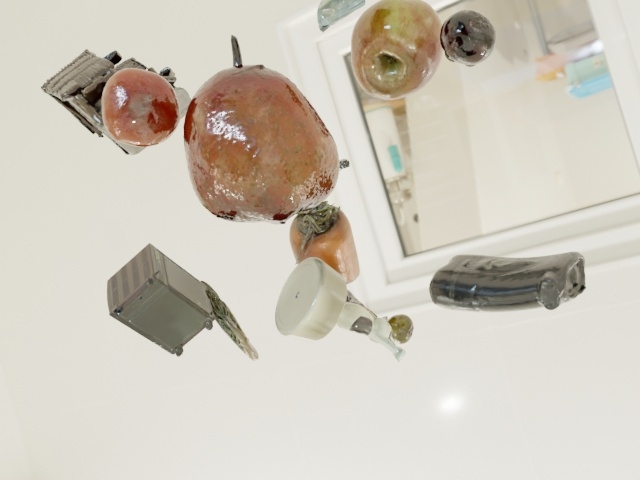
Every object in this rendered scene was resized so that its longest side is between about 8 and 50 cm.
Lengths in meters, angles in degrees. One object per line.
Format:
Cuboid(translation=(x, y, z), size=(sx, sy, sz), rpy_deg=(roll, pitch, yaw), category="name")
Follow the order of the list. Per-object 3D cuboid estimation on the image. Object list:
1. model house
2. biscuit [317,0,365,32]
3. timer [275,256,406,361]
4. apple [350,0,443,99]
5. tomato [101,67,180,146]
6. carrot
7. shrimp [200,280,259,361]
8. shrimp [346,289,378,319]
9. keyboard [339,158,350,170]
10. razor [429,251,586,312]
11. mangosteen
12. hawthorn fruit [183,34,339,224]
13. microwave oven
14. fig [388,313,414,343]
Cuboid(translation=(-0.546, -0.416, 1.698), size=(0.317, 0.282, 0.297), rpy_deg=(-47, 171, -22), category="model house")
Cuboid(translation=(0.094, -0.729, 1.776), size=(0.186, 0.079, 0.309), rpy_deg=(-14, -134, 45), category="biscuit")
Cuboid(translation=(0.057, 0.165, 1.378), size=(0.266, 0.175, 0.175), rpy_deg=(27, 157, -25), category="timer")
Cuboid(translation=(0.237, -0.598, 1.957), size=(0.301, 0.302, 0.301), rpy_deg=(-16, 179, 0), category="apple")
Cuboid(translation=(-0.339, -0.255, 1.220), size=(0.155, 0.156, 0.069), rpy_deg=(-16, -172, -18), category="tomato")
Cuboid(translation=(0.000, 0.000, 1.955), size=(0.214, 0.331, 0.193), rpy_deg=(-25, -135, -15), category="carrot")
Cuboid(translation=(-0.268, 0.225, 1.832), size=(0.058, 0.296, 0.169), rpy_deg=(-36, 169, -16), category="shrimp")
Cuboid(translation=(0.104, 0.211, 1.917), size=(0.075, 0.178, 0.289), rpy_deg=(-52, 153, -3), category="shrimp")
Cuboid(translation=(-0.080, -0.127, 1.454), size=(0.309, 0.018, 0.101), rpy_deg=(-20, -169, 3), category="keyboard")
Cuboid(translation=(0.432, 0.098, 1.489), size=(0.348, 0.114, 0.204), rpy_deg=(-3, -164, 42), category="razor")
Cuboid(translation=(0.381, -0.523, 1.675), size=(0.152, 0.153, 0.152), rpy_deg=(-16, 179, 0), category="mangosteen")
Cuboid(translation=(-0.123, -0.207, 1.216), size=(0.284, 0.369, 0.285), rpy_deg=(-15, -179, 0), category="hawthorn fruit")
Cuboid(translation=(-0.440, 0.169, 1.745), size=(0.188, 0.247, 0.178), rpy_deg=(-41, -144, 5), category="microwave oven")
Cuboid(translation=(0.222, 0.251, 1.860), size=(0.098, 0.082, 0.084), rpy_deg=(21, 156, 28), category="fig")
